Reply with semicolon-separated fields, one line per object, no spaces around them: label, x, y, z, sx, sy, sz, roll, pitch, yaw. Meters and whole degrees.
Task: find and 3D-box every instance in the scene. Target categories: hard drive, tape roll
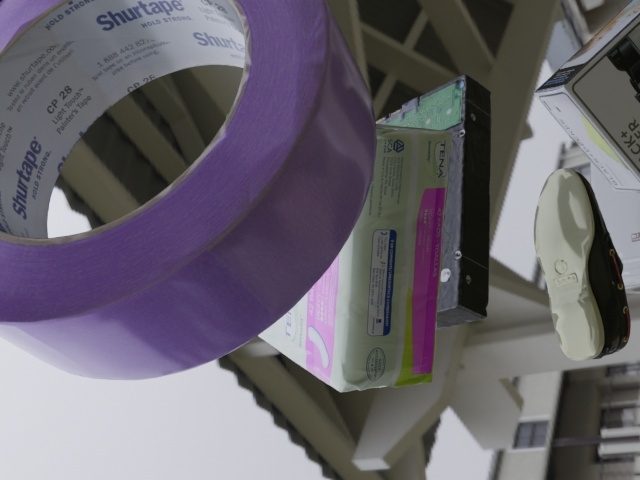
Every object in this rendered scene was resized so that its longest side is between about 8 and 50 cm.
hard drive;0.125;-0.036;1.114;0.064;0.237;0.338;24;-121;-35
tape roll;-0.110;-0.060;0.484;0.090;0.275;0.274;55;-144;-54

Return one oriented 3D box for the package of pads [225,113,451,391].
package of pads;0.000;0.000;0.775;0.101;0.297;0.229;-3;-78;-28

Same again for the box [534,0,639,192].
box;0.417;-0.209;0.944;0.169;0.290;0.087;48;179;-10

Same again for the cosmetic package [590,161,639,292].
cosmetic package;0.480;-0.043;1.212;0.107;0.127;0.237;1;-101;-17

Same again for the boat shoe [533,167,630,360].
boat shoe;0.182;0.015;0.563;0.042;0.049;0.132;-4;-97;-35
